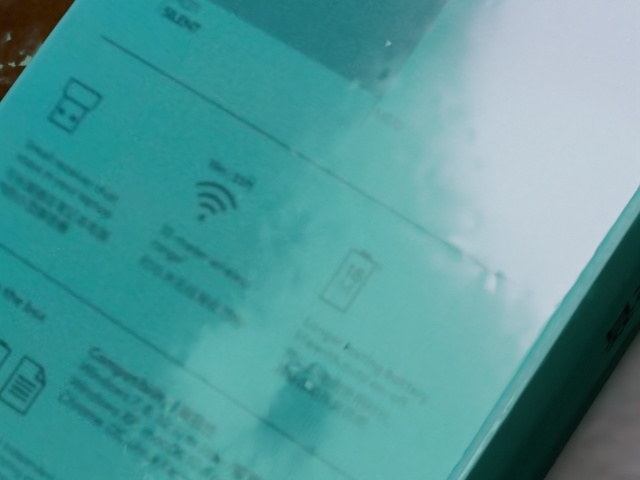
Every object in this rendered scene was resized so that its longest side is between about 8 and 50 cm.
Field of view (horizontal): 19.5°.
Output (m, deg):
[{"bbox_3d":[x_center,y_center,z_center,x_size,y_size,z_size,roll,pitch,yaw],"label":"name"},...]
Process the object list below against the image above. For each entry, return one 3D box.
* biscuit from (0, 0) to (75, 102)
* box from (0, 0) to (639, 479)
[{"bbox_3d":[-0.119,-0.145,0.738,0.212,0.036,0.212,-5,70,14],"label":"biscuit"},{"bbox_3d":[0.000,0.000,0.620,0.205,0.118,0.311,31,82,18],"label":"box"}]
